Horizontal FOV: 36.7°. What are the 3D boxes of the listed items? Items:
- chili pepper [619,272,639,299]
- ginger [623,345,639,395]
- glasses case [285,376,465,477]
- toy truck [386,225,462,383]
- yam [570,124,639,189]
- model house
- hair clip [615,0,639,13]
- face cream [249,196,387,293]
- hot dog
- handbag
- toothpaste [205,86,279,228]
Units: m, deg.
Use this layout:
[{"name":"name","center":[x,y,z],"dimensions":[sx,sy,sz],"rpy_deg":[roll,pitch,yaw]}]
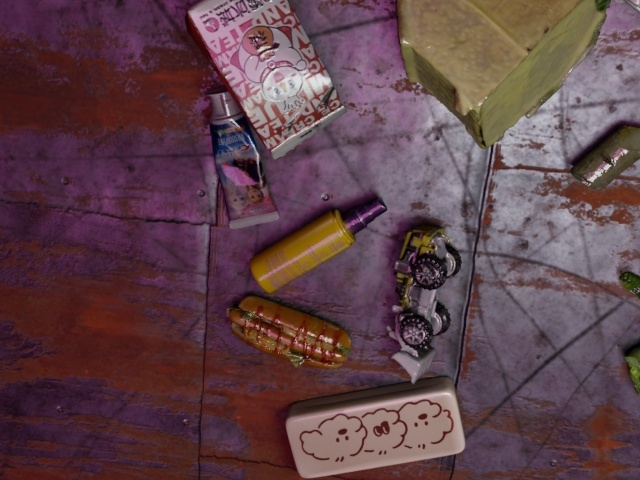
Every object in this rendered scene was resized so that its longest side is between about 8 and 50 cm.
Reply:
[{"name":"chili pepper","center":[0.593,0.092,1.797],"dimensions":[0.091,0.034,0.030],"rpy_deg":[45,138,-10]},{"name":"ginger","center":[0.700,0.195,1.792],"dimensions":[0.290,0.089,0.137],"rpy_deg":[-41,82,10]},{"name":"glasses case","center":[0.107,0.366,1.887],"dimensions":[0.337,0.076,0.143],"rpy_deg":[-12,106,8]},{"name":"toy truck","center":[0.182,0.113,1.781],"dimensions":[0.111,0.136,0.285],"rpy_deg":[16,106,22]},{"name":"yam","center":[0.517,-0.148,1.706],"dimensions":[0.146,0.069,0.069],"rpy_deg":[-41,100,15]},{"name":"model house","center":[0.276,-0.351,1.604],"dimensions":[0.321,0.261,0.266],"rpy_deg":[-45,73,-2]},{"name":"hair clip","center":[0.490,-0.455,1.602],"dimensions":[0.331,0.101,0.085],"rpy_deg":[31,102,-7]},{"name":"face cream","center":[0.000,0.000,1.783],"dimensions":[0.273,0.078,0.078],"rpy_deg":[-31,102,12]},{"name":"hot dog","center":[-0.065,0.181,1.846],"dimensions":[0.250,0.076,0.104],"rpy_deg":[22,108,-5]},{"name":"handbag","center":[-0.095,-0.298,1.653],"dimensions":[0.171,0.151,0.298],"rpy_deg":[-31,104,-4]},{"name":"toothpaste","center":[-0.151,-0.148,1.768],"dimensions":[0.096,0.061,0.266],"rpy_deg":[-10,112,6]}]
